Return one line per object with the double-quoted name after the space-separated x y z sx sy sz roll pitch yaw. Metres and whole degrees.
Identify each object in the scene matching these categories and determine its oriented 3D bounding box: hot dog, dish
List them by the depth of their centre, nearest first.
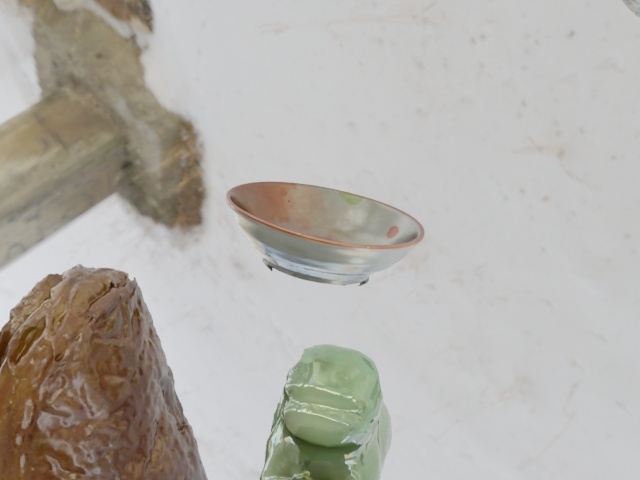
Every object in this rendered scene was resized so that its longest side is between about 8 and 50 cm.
-0.240 0.217 1.136 0.174 0.267 0.387 -10 106 21 "hot dog"
0.000 0.000 1.355 0.260 0.260 0.085 27 113 42 "dish"

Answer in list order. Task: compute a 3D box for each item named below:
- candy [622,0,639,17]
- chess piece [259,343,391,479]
0.350 -0.235 0.809 0.260 0.117 0.260 9 167 2 "candy"
-0.015 0.174 0.529 0.176 0.298 0.175 7 129 9 "chess piece"
